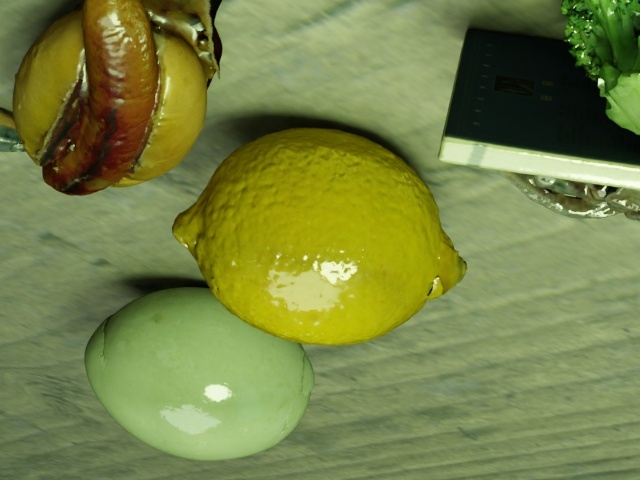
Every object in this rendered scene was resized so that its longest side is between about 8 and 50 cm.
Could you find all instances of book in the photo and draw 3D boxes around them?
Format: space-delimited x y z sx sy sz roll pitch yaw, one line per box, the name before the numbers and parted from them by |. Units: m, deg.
book | 0.225 -0.087 1.052 0.269 0.191 0.025 8 121 6

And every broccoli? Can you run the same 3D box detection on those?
broccoli | 0.240 -0.143 0.969 0.195 0.156 0.195 40 172 7

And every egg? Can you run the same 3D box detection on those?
egg | -0.132 0.145 1.636 0.253 0.187 0.186 9 154 2

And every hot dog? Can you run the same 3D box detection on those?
hot dog | -0.183 -0.121 1.225 0.194 0.107 0.326 12 153 1

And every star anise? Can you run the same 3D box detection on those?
star anise | 0.217 -0.058 1.151 0.231 0.089 0.209 11 -177 5

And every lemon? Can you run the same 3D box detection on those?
lemon | 0.000 0.000 1.298 0.256 0.188 0.188 9 154 -3

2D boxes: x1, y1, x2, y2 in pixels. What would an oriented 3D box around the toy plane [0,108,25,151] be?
toy plane | -0.397 -0.110 1.337 0.316 0.103 0.204 20 152 -16
